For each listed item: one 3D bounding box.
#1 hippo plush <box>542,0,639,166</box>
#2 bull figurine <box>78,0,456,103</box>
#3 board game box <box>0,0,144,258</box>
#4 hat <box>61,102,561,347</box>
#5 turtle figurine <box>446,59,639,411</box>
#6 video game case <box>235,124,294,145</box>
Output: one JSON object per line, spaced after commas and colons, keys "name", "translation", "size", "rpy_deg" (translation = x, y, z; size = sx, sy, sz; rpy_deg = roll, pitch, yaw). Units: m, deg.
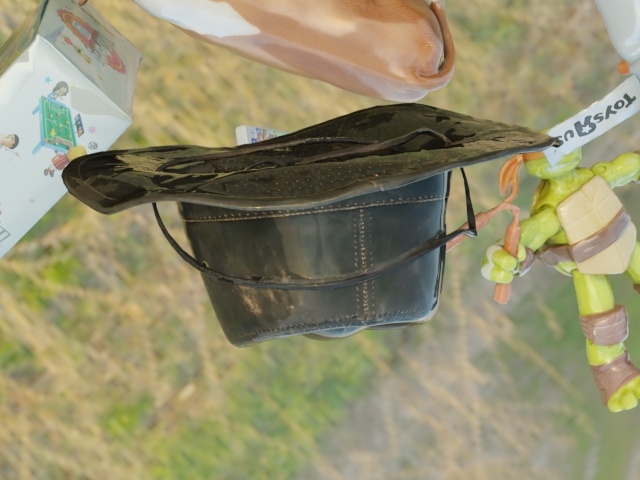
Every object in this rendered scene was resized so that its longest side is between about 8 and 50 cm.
{"name": "hippo plush", "translation": [0.263, -0.148, 1.204], "size": [0.294, 0.234, 0.236], "rpy_deg": [-45, -173, 0]}
{"name": "bull figurine", "translation": [-0.040, -0.198, 1.499], "size": [0.188, 0.310, 0.101], "rpy_deg": [-74, -170, -55]}
{"name": "board game box", "translation": [-0.269, -0.040, 1.475], "size": [0.303, 0.097, 0.224], "rpy_deg": [-45, -166, 10]}
{"name": "hat", "translation": [0.000, 0.000, 1.227], "size": [0.331, 0.331, 0.134], "rpy_deg": [-20, 106, -51]}
{"name": "turtle figurine", "translation": [0.186, 0.009, 1.388], "size": [0.269, 0.217, 0.087], "rpy_deg": [-37, -162, -27]}
{"name": "video game case", "translation": [-0.017, -0.042, 1.523], "size": [0.011, 0.087, 0.122], "rpy_deg": [-17, 167, 36]}
